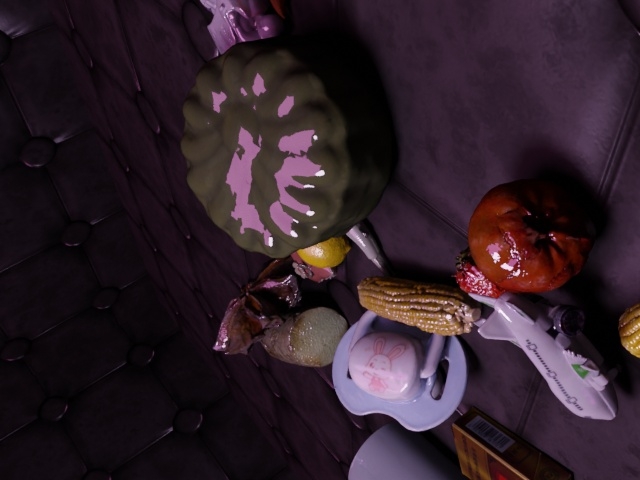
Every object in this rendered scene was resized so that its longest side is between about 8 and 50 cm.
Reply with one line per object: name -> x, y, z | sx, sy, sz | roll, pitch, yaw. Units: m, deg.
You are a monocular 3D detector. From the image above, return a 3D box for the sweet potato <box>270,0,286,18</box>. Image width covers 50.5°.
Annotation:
sweet potato -> -0.076, -0.417, 1.134 | 0.034, 0.034, 0.095 | 30, 141, 49

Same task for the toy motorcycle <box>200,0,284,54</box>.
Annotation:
toy motorcycle -> -0.126, -0.367, 1.221 | 0.170, 0.110, 0.260 | -1, 124, 51

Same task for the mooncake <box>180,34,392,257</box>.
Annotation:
mooncake -> -0.067, -0.153, 1.120 | 0.356, 0.194, 0.357 | 16, 119, 31

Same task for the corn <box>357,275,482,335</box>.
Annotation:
corn -> 0.167, 0.112, 1.207 | 0.288, 0.086, 0.087 | 7, 126, 55

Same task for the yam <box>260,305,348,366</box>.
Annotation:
yam -> -0.049, 0.241, 1.738 | 0.161, 0.161, 0.268 | 62, 157, -9

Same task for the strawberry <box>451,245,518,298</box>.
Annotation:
strawberry -> 0.247, 0.046, 0.985 | 0.106, 0.106, 0.106 | 45, 154, 29

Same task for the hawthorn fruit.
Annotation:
hawthorn fruit -> 0.255, 0.000, 0.855 | 0.148, 0.148, 0.172 | 54, 173, 11

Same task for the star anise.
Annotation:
star anise -> -0.146, 0.161, 1.693 | 0.117, 0.332, 0.331 | 45, 161, -15

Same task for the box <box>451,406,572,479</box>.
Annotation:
box -> 0.360, 0.439, 1.272 | 0.240, 0.071, 0.159 | 30, 142, 51

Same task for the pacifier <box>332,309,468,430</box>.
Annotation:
pacifier -> 0.169, 0.247, 1.323 | 0.287, 0.239, 0.226 | 3, 158, 33

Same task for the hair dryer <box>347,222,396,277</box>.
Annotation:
hair dryer -> 0.073, -0.062, 1.258 | 0.267, 0.092, 0.229 | 39, 147, 10

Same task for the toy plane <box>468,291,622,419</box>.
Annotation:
toy plane -> 0.315, 0.146, 0.892 | 0.255, 0.101, 0.251 | 40, 174, -14

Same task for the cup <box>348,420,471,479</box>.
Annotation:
cup -> 0.235, 0.579, 1.527 | 0.312, 0.205, 0.206 | 35, 148, 42

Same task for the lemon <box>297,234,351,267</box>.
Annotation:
lemon -> 0.000, 0.000, 1.405 | 0.133, 0.109, 0.109 | 23, 145, 16

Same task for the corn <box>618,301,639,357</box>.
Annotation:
corn -> 0.402, 0.079, 0.736 | 0.072, 0.072, 0.203 | 53, 156, 13

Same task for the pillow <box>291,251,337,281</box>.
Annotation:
pillow -> -0.036, 0.016, 1.539 | 0.179, 0.075, 0.171 | 60, 162, 1
